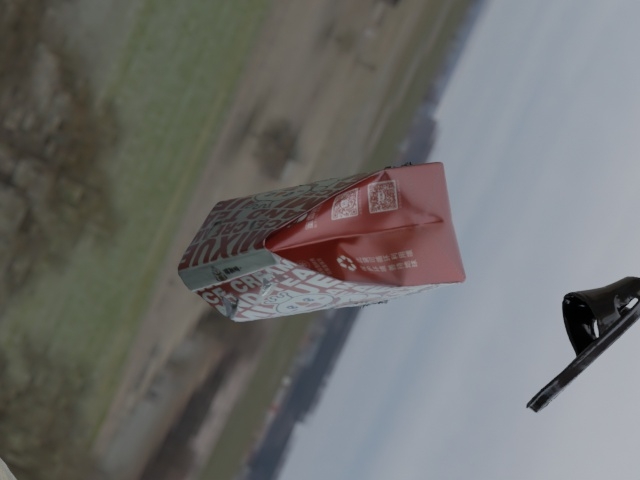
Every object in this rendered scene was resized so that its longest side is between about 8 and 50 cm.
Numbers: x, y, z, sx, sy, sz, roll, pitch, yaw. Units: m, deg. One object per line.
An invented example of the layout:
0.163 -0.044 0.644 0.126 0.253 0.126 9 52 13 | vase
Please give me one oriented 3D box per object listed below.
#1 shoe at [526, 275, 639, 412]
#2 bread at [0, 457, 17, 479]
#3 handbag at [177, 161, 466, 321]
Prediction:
0.195 0.062 1.449 0.159 0.053 0.062 -42 169 -27 | shoe
-0.319 0.202 1.738 0.053 0.073 0.214 -63 149 -25 | bread
0.000 0.000 2.151 0.171 0.298 0.151 -15 -97 45 | handbag
